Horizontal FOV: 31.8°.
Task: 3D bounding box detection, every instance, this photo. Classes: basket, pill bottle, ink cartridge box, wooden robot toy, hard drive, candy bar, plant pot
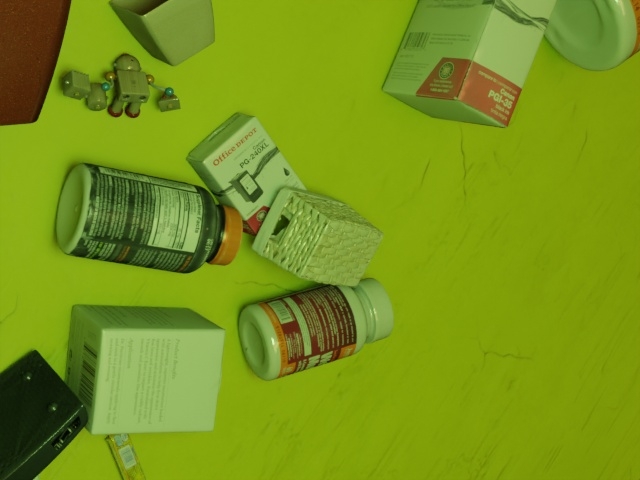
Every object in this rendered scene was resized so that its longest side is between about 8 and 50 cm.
[{"bbox_3d":[0.000,0.000,1.686,0.167,0.103,0.113,13,109,-53],"label":"basket"},{"bbox_3d":[0.558,-0.469,1.876,0.392,0.224,0.224,-35,114,-18],"label":"pill bottle"},{"bbox_3d":[-0.109,-0.099,1.673,0.109,0.063,0.150,-43,117,-15],"label":"ink cartridge box"},{"bbox_3d":[-0.279,-0.223,1.570,0.173,0.076,0.079,1,64,-29],"label":"wooden robot toy"},{"bbox_3d":[-0.441,0.277,1.508,0.255,0.172,0.054,-41,135,-14],"label":"hard drive"},{"bbox_3d":[-0.282,0.353,1.690,0.040,0.018,0.161,-26,110,-26],"label":"candy bar"},{"bbox_3d":[-0.208,-0.306,1.561,0.109,0.109,0.096,-36,127,-18],"label":"plant pot"},{"bbox_3d":[0.241,-0.332,1.736,0.117,0.207,0.283,23,88,-31],"label":"ink cartridge box"},{"bbox_3d":[-0.235,-0.024,1.580,0.246,0.130,0.130,11,94,-30],"label":"pill bottle"},{"bbox_3d":[-0.454,-0.269,1.354,0.267,0.267,0.235,-7,114,-28],"label":"plant pot"},{"bbox_3d":[-0.005,0.132,1.740,0.221,0.121,0.121,-14,106,-26],"label":"pill bottle"}]

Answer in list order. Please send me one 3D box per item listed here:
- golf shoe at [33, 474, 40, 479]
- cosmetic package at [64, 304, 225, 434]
[{"bbox_3d":[-0.416,0.349,1.591,0.086,0.069,0.176,-50,120,-20],"label":"golf shoe"},{"bbox_3d":[-0.252,0.180,1.597,0.184,0.151,0.151,4,98,-29],"label":"cosmetic package"}]
